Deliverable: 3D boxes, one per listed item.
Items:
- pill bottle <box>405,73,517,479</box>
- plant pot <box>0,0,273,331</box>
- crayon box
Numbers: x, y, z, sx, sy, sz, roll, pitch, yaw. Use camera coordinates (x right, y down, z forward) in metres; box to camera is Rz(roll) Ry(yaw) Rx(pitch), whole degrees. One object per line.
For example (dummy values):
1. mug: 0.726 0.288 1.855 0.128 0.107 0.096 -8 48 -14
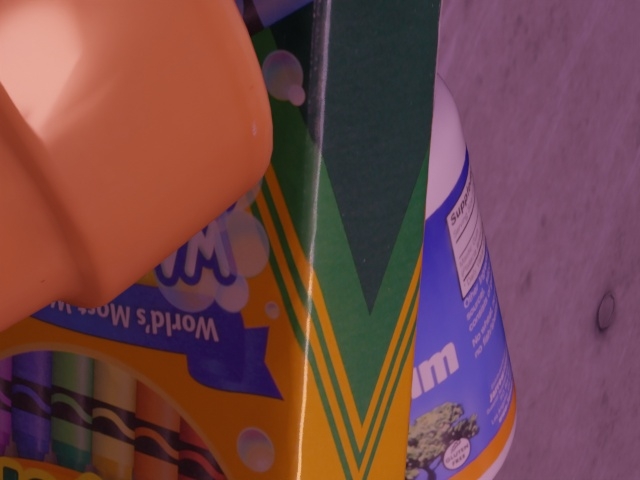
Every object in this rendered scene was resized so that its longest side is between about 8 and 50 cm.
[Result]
1. pill bottle: 0.000 0.000 0.866 0.152 0.152 0.272 -49 139 -35
2. plant pot: -0.185 -0.057 0.482 0.203 0.291 0.291 -43 138 -14
3. crayon box: -0.065 0.030 0.732 0.083 0.203 0.323 -20 118 -52
